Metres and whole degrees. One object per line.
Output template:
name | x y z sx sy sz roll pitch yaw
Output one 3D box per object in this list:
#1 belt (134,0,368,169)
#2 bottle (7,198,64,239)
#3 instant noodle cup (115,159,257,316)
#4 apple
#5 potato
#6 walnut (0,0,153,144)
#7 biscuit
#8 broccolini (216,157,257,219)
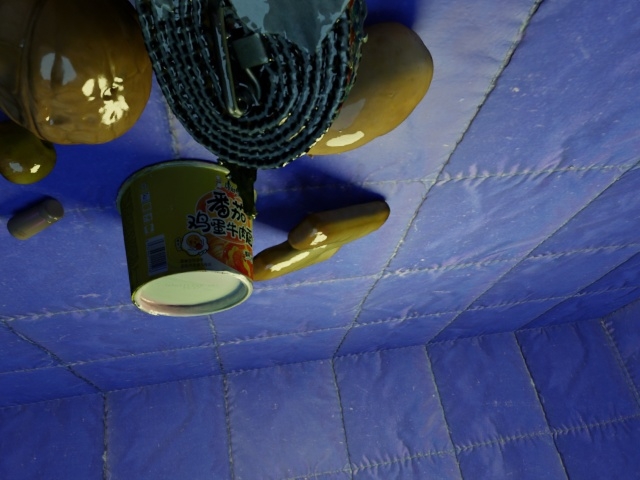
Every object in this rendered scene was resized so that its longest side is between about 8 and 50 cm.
belt | -0.059 -0.209 0.485 0.207 0.150 0.257 5 128 11
bottle | -0.498 -0.037 0.840 0.097 0.045 0.045 -22 152 19
instant noodle cup | -0.232 0.010 0.868 0.265 0.200 0.264 -10 153 -5
apple | -0.411 -0.122 0.656 0.075 0.089 0.089 -27 153 -3
potato | 0.040 -0.197 0.650 0.234 0.145 0.150 -16 -175 8
walnut | -0.267 -0.189 0.509 0.168 0.167 0.207 -1 154 -20
biscuit | 0.000 0.000 0.994 0.237 0.062 0.291 -34 168 33
broccolini | -0.125 -0.084 0.741 0.074 0.201 0.058 17 126 -21
